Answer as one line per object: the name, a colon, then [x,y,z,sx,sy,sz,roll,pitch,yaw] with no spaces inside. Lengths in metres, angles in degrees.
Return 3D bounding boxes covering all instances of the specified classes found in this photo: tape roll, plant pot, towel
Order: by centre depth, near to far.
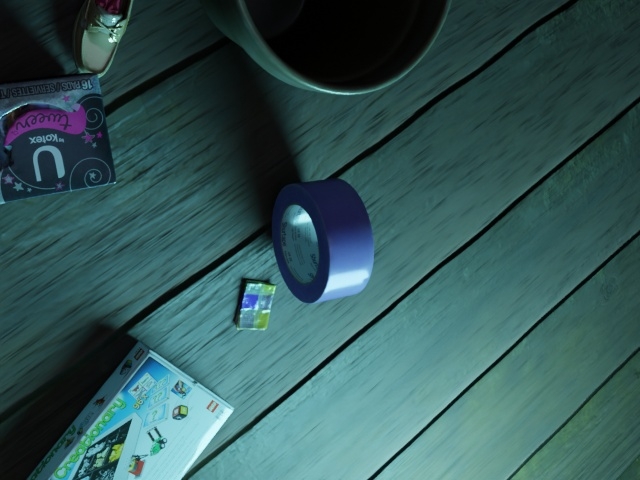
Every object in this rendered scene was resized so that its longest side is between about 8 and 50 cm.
plant pot: [-0.029,-0.365,0.994,0.323,0.280,0.323,-8,106,-29]
tape roll: [0.000,0.000,1.156,0.080,0.189,0.188,-11,107,-28]
towel: [-0.107,0.109,1.225,0.060,0.009,0.083,10,97,-32]

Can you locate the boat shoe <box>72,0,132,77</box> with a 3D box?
boat shoe: [-0.288,-0.301,0.986,0.063,0.059,0.170,11,96,-32]

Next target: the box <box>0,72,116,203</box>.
box: [-0.399,-0.120,0.902,0.247,0.163,0.142,-15,108,-27]

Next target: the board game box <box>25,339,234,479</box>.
board game box: [-0.299,0.330,1.139,0.305,0.053,0.193,-52,122,-10]
